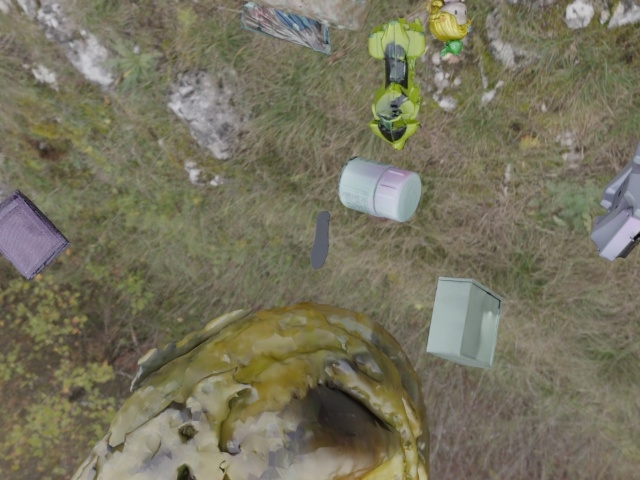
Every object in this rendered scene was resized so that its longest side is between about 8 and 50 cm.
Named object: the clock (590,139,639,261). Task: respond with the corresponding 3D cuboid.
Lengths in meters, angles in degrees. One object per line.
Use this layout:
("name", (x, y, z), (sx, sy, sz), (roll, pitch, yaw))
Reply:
("clock", (0.675, -0.095, 1.294), (0.084, 0.253, 0.186), (23, 150, 12))

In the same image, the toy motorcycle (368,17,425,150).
("toy motorcycle", (0.195, -0.392, 1.546), (0.143, 0.206, 0.341), (0, 111, 6))

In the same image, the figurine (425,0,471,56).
("figurine", (0.275, -0.484, 1.323), (0.115, 0.095, 0.156), (6, 107, 64))

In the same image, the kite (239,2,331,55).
("kite", (-0.080, -0.508, 1.156), (0.368, 0.014, 0.406), (59, 148, 3))

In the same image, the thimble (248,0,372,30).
("thimble", (-0.029, -0.393, 0.857), (0.229, 0.196, 0.148), (10, 108, -15))

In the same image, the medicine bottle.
("medicine bottle", (0.144, -0.125, 1.456), (0.169, 0.135, 0.135), (19, 128, 34))

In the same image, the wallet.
("wallet", (-0.595, -0.012, 1.199), (0.166, 0.111, 0.030), (42, 170, 13))

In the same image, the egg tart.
("egg tart", (-0.028, 0.184, 0.440), (0.297, 0.297, 0.132), (55, 161, -16))

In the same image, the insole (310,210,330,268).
("insole", (0.000, 0.000, 1.254), (0.002, 0.045, 0.134), (38, 130, 49))

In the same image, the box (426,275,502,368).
("box", (0.424, 0.245, 1.772), (0.118, 0.224, 0.225), (1, 162, 40))
